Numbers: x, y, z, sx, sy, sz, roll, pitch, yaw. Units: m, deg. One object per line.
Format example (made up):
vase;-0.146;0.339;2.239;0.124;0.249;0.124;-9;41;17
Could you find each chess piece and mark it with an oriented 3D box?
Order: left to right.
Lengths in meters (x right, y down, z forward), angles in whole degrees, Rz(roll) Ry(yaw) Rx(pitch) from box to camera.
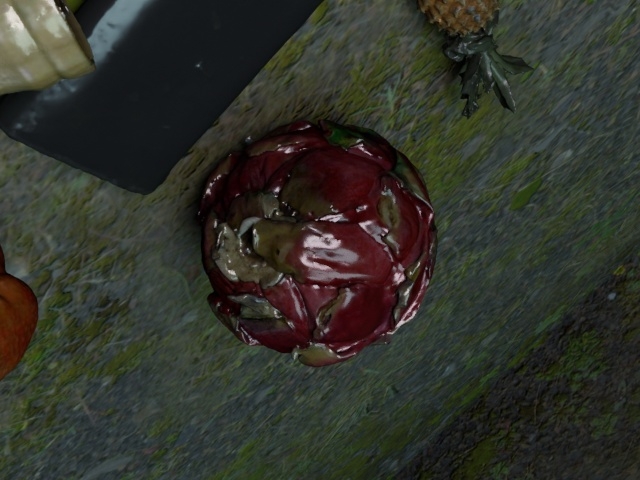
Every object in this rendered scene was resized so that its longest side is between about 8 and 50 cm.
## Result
chess piece;-0.350;-0.139;0.698;0.301;0.137;0.137;-28;146;-6

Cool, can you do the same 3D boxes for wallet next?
wallet;-0.135;-0.231;0.861;0.406;0.062;0.228;-46;145;13

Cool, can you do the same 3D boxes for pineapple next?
pineapple;0.200;-0.266;1.060;0.119;0.130;0.277;-28;149;10

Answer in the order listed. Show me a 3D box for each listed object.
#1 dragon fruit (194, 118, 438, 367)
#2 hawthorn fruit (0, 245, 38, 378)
dragon fruit;0.002;-0.002;1.051;0.329;0.329;0.329;-24;145;-18
hawthorn fruit;-0.427;0.103;0.890;0.207;0.207;0.243;2;139;-43
